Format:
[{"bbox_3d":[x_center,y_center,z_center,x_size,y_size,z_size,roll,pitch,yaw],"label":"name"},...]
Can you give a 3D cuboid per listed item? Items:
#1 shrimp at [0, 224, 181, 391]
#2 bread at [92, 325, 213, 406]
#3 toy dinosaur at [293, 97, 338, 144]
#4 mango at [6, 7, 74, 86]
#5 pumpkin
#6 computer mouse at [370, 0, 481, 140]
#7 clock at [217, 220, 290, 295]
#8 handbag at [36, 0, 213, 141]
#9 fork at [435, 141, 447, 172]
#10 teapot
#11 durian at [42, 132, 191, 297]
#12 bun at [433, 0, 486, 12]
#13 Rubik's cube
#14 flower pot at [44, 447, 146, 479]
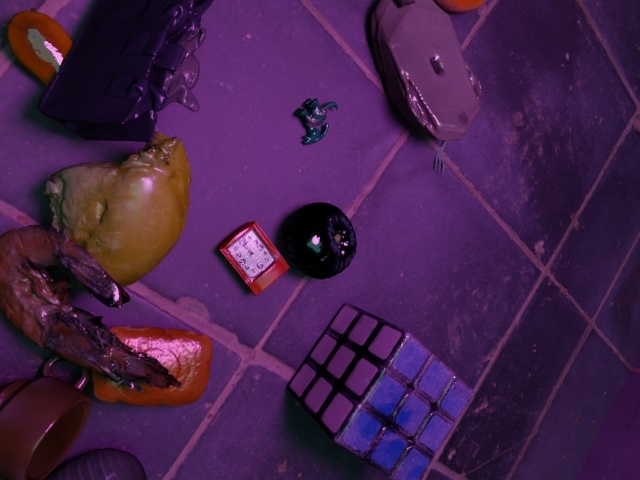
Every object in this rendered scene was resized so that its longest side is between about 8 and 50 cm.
[{"bbox_3d":[-0.438,0.136,0.819,0.445,0.085,0.272,34,117,3],"label":"shrimp"},{"bbox_3d":[-0.370,0.275,0.969,0.246,0.121,0.174,14,92,-23],"label":"bread"},{"bbox_3d":[-0.009,-0.311,1.110,0.132,0.059,0.096,-42,121,-6],"label":"toy dinosaur"},{"bbox_3d":[-0.522,-0.355,0.836,0.103,0.076,0.161,-38,115,-22],"label":"mango"},{"bbox_3d":[0.000,0.000,1.104,0.202,0.140,0.202,7,80,-44],"label":"pumpkin"},{"bbox_3d":[0.276,-0.462,1.181,0.228,0.145,0.428,-26,96,-13],"label":"computer mouse"},{"bbox_3d":[-0.167,0.041,1.073,0.113,0.061,0.155,-40,108,-16],"label":"clock"},{"bbox_3d":[-0.336,-0.333,0.807,0.118,0.269,0.325,44,61,-62],"label":"handbag"},{"bbox_3d":[0.386,-0.321,1.319,0.039,0.021,0.235,15,89,-31],"label":"fork"},{"bbox_3d":[-0.577,0.344,0.856,0.175,0.185,0.267,26,58,1],"label":"teapot"},{"bbox_3d":[-0.400,-0.053,0.881,0.256,0.204,0.339,4,103,-6],"label":"durian"},{"bbox_3d":[0.406,-0.797,1.185,0.299,0.165,0.298,-4,99,-27],"label":"bun"},{"bbox_3d":[0.151,0.390,1.141,0.305,0.304,0.301,43,77,-26],"label":"Rubik's cube"},{"bbox_3d":[-0.498,0.556,0.923,0.243,0.157,0.189,-25,106,-20],"label":"flower pot"}]
